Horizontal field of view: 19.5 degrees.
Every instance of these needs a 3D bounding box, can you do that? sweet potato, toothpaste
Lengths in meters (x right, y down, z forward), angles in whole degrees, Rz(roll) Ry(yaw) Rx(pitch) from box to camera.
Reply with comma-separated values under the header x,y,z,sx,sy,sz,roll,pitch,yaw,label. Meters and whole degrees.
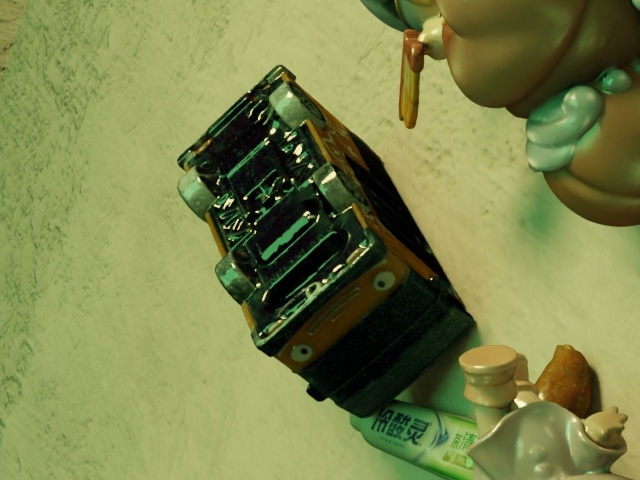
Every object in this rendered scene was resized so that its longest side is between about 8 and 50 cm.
x,y,z,sx,sy,sz,roll,pitch,yaw,label
0.179,0.166,1.473,0.056,0.056,0.195,-38,32,52,sweet potato
0.111,0.182,1.652,0.297,0.048,0.075,11,82,61,toothpaste

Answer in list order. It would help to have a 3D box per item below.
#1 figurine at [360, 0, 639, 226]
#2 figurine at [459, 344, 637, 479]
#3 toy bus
x,y,z,sx,sy,sz,roll,pitch,yaw,label
0.173,-0.194,1.517,0.388,0.248,0.277,-124,49,-68,figurine
0.175,0.204,1.358,0.133,0.200,0.276,106,145,-61,figurine
0.000,0.000,1.765,0.162,0.194,0.323,-42,37,12,toy bus
